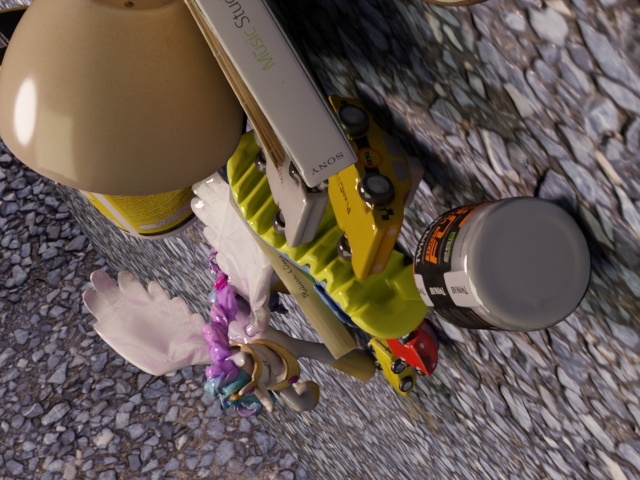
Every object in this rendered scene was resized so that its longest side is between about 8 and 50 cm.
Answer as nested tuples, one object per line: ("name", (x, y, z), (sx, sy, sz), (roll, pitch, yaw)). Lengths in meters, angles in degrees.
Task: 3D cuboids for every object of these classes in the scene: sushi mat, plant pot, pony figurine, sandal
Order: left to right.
("plant pot", (-0.216, -0.212, 1.716), (0.284, 0.284, 0.191), (45, 141, 30))
("sushi mat", (-0.113, -0.226, 1.591), (0.316, 0.019, 0.151), (61, -175, -37))
("pony figurine", (-0.114, 0.111, 2.231), (0.351, 0.303, 0.363), (49, -164, 19))
("sandal", (0.000, 0.000, 1.865), (0.317, 0.126, 0.138), (52, 172, 9))

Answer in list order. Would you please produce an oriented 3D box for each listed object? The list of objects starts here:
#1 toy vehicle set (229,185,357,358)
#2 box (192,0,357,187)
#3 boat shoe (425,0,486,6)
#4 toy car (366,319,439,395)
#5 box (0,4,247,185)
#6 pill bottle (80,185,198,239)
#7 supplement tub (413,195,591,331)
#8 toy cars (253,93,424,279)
("toy vehicle set", (-0.038, 0.019, 2.097), (0.267, 0.035, 0.166), (57, -172, -17))
("box", (-0.064, -0.207, 1.437), (0.232, 0.058, 0.322), (58, -174, -25))
("boat shoe", (0.071, -0.226, 1.117), (0.190, 0.068, 0.072), (37, 148, 51))
("toy car", (0.071, 0.090, 2.003), (0.225, 0.053, 0.239), (51, 167, 8))
("box", (-0.275, -0.201, 1.925), (0.322, 0.257, 0.079), (46, 138, 43))
("pill bottle", (-0.278, -0.138, 2.203), (0.188, 0.188, 0.334), (47, 176, 21))
("supplement tub", (0.153, 0.023, 1.374), (0.117, 0.117, 0.190), (54, 167, -7))
("toy cars", (0.021, -0.071, 1.643), (0.394, 0.087, 0.176), (-156, 66, -68))
